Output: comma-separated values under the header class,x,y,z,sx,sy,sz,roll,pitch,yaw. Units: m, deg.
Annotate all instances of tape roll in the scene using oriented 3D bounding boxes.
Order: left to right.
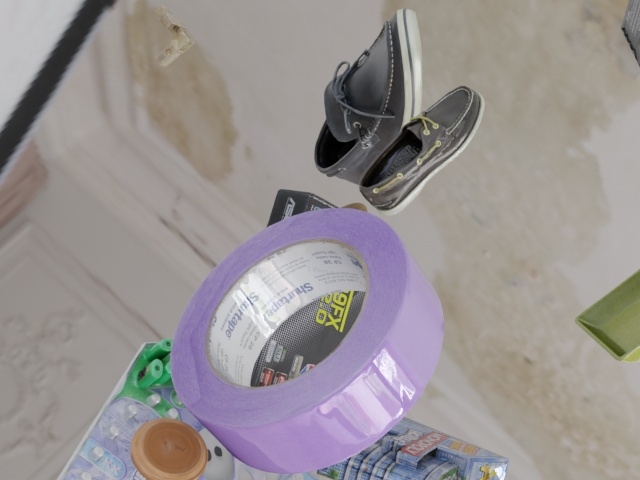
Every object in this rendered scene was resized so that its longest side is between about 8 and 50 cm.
class,x,y,z,sx,sy,sz,roll,pitch,yaw
tape roll,-0.016,0.097,1.228,0.274,0.275,0.090,21,-26,47

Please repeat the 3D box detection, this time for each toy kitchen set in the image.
class,x,y,z,sx,sy,sz,roll,pitch,yaw
toy kitchen set,-0.289,-0.374,2.180,0.083,0.075,0.068,52,11,8

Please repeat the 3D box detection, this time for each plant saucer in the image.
class,x,y,z,sx,sy,sz,roll,pitch,yaw
plant saucer,-0.159,0.222,1.266,0.083,0.083,0.013,40,-46,14
plant saucer,0.526,0.118,1.931,0.045,0.188,0.188,52,2,-19

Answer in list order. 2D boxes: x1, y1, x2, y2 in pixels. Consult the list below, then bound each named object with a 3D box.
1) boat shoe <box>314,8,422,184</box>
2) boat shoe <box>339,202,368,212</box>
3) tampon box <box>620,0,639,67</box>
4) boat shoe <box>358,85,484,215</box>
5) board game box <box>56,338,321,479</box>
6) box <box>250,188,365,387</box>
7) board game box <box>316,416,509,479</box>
class,x,y,z,sx,sy,sz,roll,pitch,yaw
boat shoe,0.089,-0.257,2.293,0.155,0.187,0.500,2,-26,-11
boat shoe,0.000,0.000,1.824,0.063,0.170,0.059,-96,163,-48
tampon box,0.453,-0.258,1.458,0.161,0.120,0.101,-96,-170,-48
boat shoe,0.147,-0.139,1.738,0.068,0.228,0.081,39,1,-45
board game box,-0.137,0.363,1.475,0.390,0.390,0.050,42,-49,-13
box,-0.008,0.093,1.566,0.060,0.270,0.216,10,-12,40
board game box,0.124,0.276,1.486,0.194,0.060,0.194,14,7,23
